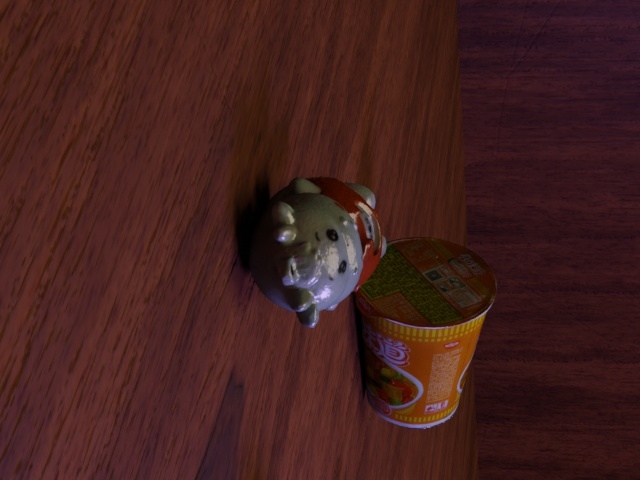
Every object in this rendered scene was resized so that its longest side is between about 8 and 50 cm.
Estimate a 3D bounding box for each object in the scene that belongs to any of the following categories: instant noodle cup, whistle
[{"bbox_3d":[0.115,0.118,2.014,0.168,0.168,0.185,-77,172,-52],"label":"instant noodle cup"},{"bbox_3d":[-0.001,0.002,1.421,0.253,0.106,0.101,-47,154,-76],"label":"whistle"}]
